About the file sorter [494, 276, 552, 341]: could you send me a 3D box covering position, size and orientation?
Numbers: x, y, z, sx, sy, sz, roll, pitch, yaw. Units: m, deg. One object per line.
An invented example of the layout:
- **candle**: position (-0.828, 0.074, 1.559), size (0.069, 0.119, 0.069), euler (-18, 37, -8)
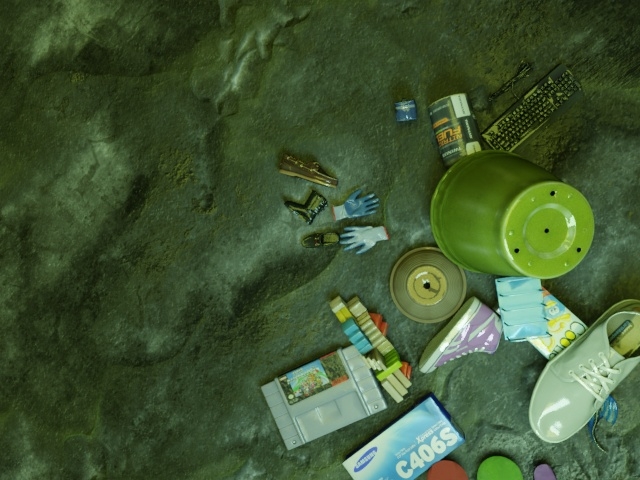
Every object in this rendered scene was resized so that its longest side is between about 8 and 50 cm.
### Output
- **file sorter**: position (0.548, 0.180, 1.538), size (0.118, 0.104, 0.171), euler (-9, 85, 10)

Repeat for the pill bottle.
- **pill bottle**: position (0.416, -0.303, 1.718), size (0.130, 0.130, 0.246), euler (-16, 85, 11)

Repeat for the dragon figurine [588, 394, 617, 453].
- **dragon figurine**: position (0.776, 0.464, 1.605), size (0.085, 0.144, 0.290), euler (1, 88, 12)

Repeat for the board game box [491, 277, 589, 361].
- **board game box**: position (0.649, 0.243, 1.641), size (0.275, 0.144, 0.142), euler (44, 96, 10)

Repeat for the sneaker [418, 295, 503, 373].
- **sneaker**: position (0.429, 0.322, 1.711), size (0.161, 0.102, 0.282), euler (39, 105, -4)

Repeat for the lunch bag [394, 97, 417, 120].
- **lunch bag**: position (0.264, -0.409, 1.773), size (0.067, 0.098, 0.065), euler (-4, 105, 10)

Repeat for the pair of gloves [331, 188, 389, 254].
- **pair of gloves**: position (0.124, -0.061, 1.811), size (0.159, 0.023, 0.199), euler (-16, 84, -5)

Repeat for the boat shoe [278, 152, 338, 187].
- **boat shoe**: position (-0.036, -0.225, 1.840), size (0.206, 0.073, 0.073), euler (19, 94, 12)

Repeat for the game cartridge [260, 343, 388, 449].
- **game cartridge**: position (0.007, 0.490, 1.814), size (0.354, 0.068, 0.230), euler (-27, 87, 10)

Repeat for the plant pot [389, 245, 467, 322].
- **plant pot**: position (0.324, 0.136, 1.733), size (0.237, 0.109, 0.238), euler (0, 89, 12)

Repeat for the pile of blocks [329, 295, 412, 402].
- **pile of blocks**: position (0.170, 0.306, 1.738), size (0.112, 0.149, 0.362), euler (-38, 80, 8)

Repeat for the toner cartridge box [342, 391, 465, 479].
- **toner cartridge box**: position (0.253, 0.636, 1.746), size (0.347, 0.075, 0.165), euler (-40, 80, 8)

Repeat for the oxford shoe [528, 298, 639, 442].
- **oxford shoe**: position (0.707, 0.339, 1.487), size (0.169, 0.130, 0.449), euler (39, 95, 7)

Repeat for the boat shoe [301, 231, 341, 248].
- **boat shoe**: position (0.000, -0.002, 1.841), size (0.132, 0.042, 0.049), euler (-9, 89, 13)

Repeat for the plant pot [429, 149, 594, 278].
- **plant pot**: position (0.521, -0.053, 1.516), size (0.365, 0.353, 0.367), euler (-1, 100, -7)

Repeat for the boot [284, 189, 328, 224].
- **boot**: position (-0.044, -0.120, 1.853), size (0.121, 0.045, 0.099), euler (37, 98, 4)

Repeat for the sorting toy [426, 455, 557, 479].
- **sorting toy**: position (0.498, 0.715, 1.680), size (0.365, 0.126, 0.127), euler (-7, 54, 8)

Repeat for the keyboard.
- **keyboard**: position (0.615, -0.415, 1.730), size (0.317, 0.033, 0.202), euler (-42, 80, 7)
